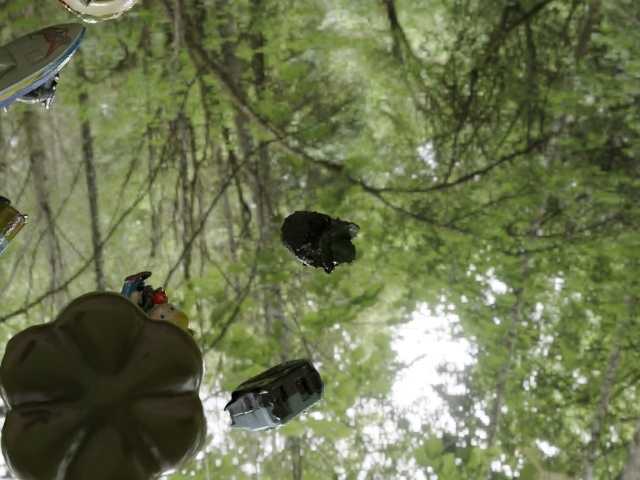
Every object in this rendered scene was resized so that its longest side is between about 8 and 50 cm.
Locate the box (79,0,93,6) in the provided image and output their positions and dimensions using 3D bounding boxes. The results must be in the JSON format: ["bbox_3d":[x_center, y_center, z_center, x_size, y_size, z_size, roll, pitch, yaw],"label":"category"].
[{"bbox_3d":[-0.533,-0.592,1.811,0.079,0.083,0.035,-44,-112,-10],"label":"box"}]

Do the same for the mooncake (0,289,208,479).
[{"bbox_3d":[-0.460,0.343,1.707,0.467,0.467,0.262,-8,172,-18],"label":"mooncake"}]

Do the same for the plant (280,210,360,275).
[{"bbox_3d":[0.000,0.000,1.827,0.131,0.142,0.203,34,177,-30],"label":"plant"}]

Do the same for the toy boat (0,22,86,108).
[{"bbox_3d":[-0.614,-0.368,1.627,0.295,0.088,0.129,-33,-122,-9],"label":"toy boat"}]

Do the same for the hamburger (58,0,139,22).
[{"bbox_3d":[-0.600,-0.741,2.112,0.302,0.302,0.170,-6,-175,-12],"label":"hamburger"}]

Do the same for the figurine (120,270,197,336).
[{"bbox_3d":[-0.438,0.194,2.159,0.234,0.185,0.127,18,-172,28],"label":"figurine"}]

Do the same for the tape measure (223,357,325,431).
[{"bbox_3d":[-0.080,0.295,1.502,0.181,0.107,0.182,-20,176,-43],"label":"tape measure"}]

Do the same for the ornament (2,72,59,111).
[{"bbox_3d":[-0.782,-0.409,2.006,0.236,0.202,0.080,-21,-129,-42],"label":"ornament"}]

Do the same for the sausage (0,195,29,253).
[{"bbox_3d":[-0.641,0.048,1.317,0.125,0.117,0.317,20,-117,32],"label":"sausage"}]
